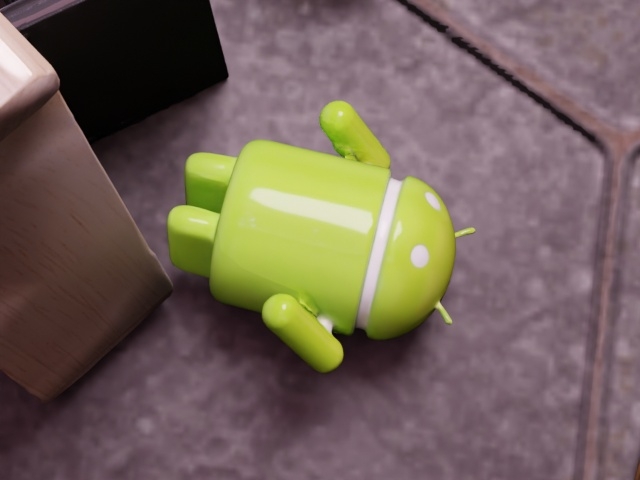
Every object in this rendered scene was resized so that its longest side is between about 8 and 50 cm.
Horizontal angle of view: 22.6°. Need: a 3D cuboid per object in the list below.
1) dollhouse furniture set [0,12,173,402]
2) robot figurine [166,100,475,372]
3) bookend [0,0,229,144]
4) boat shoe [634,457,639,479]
[{"bbox_3d":[-0.257,0.065,0.502,0.394,0.256,0.362,-42,76,-9],"label":"dollhouse furniture set"},{"bbox_3d":[0.000,0.000,0.621,0.115,0.067,0.101,14,61,3],"label":"robot figurine"},{"bbox_3d":[-0.104,-0.133,0.600,0.072,0.157,0.156,-26,82,-4],"label":"bookend"},{"bbox_3d":[0.158,0.078,0.611,0.059,0.063,0.170,16,91,1],"label":"boat shoe"}]
